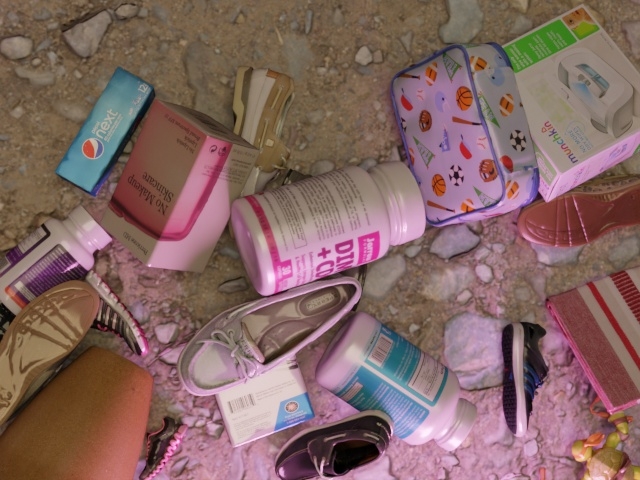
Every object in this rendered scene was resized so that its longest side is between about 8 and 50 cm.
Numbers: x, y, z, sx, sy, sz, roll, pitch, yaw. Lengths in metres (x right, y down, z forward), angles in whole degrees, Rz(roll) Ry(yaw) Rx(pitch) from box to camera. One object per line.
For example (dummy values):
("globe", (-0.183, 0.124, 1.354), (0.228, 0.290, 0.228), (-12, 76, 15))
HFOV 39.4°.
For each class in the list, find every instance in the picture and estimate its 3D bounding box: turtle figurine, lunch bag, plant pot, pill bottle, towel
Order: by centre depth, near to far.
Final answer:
("plant pot", (-0.376, 0.307, 1.417), (0.237, 0.237, 0.254), (28, 67, -5))
("pill bottle", (0.013, -0.028, 1.430), (0.283, 0.160, 0.160), (-18, 88, -15))
("pill bottle", (-0.443, 0.032, 1.468), (0.193, 0.108, 0.108), (-42, 92, -8))
("pill bottle", (0.133, 0.247, 1.513), (0.264, 0.146, 0.146), (35, 82, -4))
("lunch bag", (0.236, -0.183, 1.523), (0.115, 0.243, 0.303), (-11, 86, -33))
("turtle figurine", (0.532, 0.401, 1.587), (0.217, 0.087, 0.269), (33, 81, -5))
("towel", (0.602, 0.152, 1.598), (0.329, 0.037, 0.237), (-18, 60, -9))

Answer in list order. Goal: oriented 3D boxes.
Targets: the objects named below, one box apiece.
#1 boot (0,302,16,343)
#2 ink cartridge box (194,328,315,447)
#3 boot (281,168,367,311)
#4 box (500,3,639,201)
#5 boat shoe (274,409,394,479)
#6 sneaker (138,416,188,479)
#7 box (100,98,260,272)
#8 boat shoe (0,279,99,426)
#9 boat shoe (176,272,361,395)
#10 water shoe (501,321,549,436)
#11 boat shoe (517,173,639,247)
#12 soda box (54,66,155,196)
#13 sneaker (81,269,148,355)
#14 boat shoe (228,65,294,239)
("boot", (-0.531, 0.171, 1.477), (0.099, 0.045, 0.121), (44, 75, -5))
("ink cartridge box", (-0.114, 0.225, 1.510), (0.148, 0.086, 0.203), (-18, 87, -10))
("boot", (0.000, 0.000, 1.555), (0.161, 0.083, 0.246), (3, 78, -3))
("box", (0.427, -0.240, 1.569), (0.231, 0.127, 0.262), (-27, 71, -9))
("boat shoe", (0.013, 0.354, 1.476), (0.233, 0.079, 0.084), (-28, 114, 26))
("sneaker", (-0.275, 0.350, 1.503), (0.057, 0.047, 0.119), (34, 75, 2))
("box", (-0.227, -0.085, 1.436), (0.148, 0.127, 0.232), (35, 105, 35))
("boat shoe", (-0.462, 0.185, 1.425), (0.103, 0.092, 0.285), (36, 75, -3))
("boat shoe", (-0.081, 0.144, 1.425), (0.320, 0.103, 0.118), (-26, 90, -13))
("water shoe", (0.371, 0.246, 1.584), (0.080, 0.073, 0.203), (0, 86, -10))
("boat shoe", (0.488, -0.060, 1.626), (0.285, 0.089, 0.104), (-10, 113, -6))
("soda box", (-0.363, -0.183, 1.515), (0.071, 0.067, 0.210), (30, 82, -4))
("sneaker", (-0.358, 0.134, 1.496), (0.075, 0.063, 0.170), (-39, 87, -9))
("boat shoe", (-0.103, -0.150, 1.526), (0.103, 0.113, 0.302), (5, 84, -2))
